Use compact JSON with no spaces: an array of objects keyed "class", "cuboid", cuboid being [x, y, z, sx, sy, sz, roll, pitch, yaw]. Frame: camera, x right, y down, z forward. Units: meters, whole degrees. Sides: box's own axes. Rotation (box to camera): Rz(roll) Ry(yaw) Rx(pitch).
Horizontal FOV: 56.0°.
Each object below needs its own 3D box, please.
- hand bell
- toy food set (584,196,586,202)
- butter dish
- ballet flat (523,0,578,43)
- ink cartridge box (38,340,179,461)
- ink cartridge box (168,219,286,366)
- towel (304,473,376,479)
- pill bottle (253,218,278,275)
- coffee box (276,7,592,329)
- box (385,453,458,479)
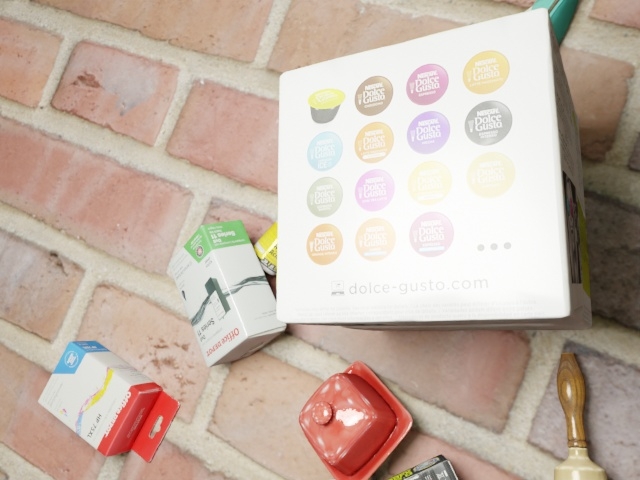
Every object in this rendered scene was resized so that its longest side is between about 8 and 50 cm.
[{"class":"hand bell","cuboid":[0.367,0.283,0.863,0.126,0.126,0.241,-4,67,18]},{"class":"toy food set","cuboid":[0.305,-0.061,0.957,0.192,0.038,0.132,28,91,21]},{"class":"butter dish","cuboid":[0.030,0.278,0.936,0.160,0.118,0.160,-50,46,4]},{"class":"ballet flat","cuboid":[0.332,-0.311,0.970,0.087,0.083,0.247,22,87,35]},{"class":"ink cartridge box","cuboid":[-0.391,0.300,1.115,0.231,0.078,0.134,28,91,20]},{"class":"ink cartridge box","cuboid":[-0.164,0.093,1.035,0.153,0.087,0.208,-41,68,43]},{"class":"towel","cuboid":[-0.036,0.554,0.956,0.317,0.053,0.331,-12,78,12]},{"class":"pill bottle","cuboid":[-0.067,0.000,1.060,0.065,0.065,0.116,44,96,20]},{"class":"coffee box","cuboid":[0.168,-0.049,0.818,0.338,0.338,0.334,-5,79,28]},{"class":"box","cuboid":[0.146,0.485,0.874,0.216,0.060,0.270,-25,78,-1]}]
